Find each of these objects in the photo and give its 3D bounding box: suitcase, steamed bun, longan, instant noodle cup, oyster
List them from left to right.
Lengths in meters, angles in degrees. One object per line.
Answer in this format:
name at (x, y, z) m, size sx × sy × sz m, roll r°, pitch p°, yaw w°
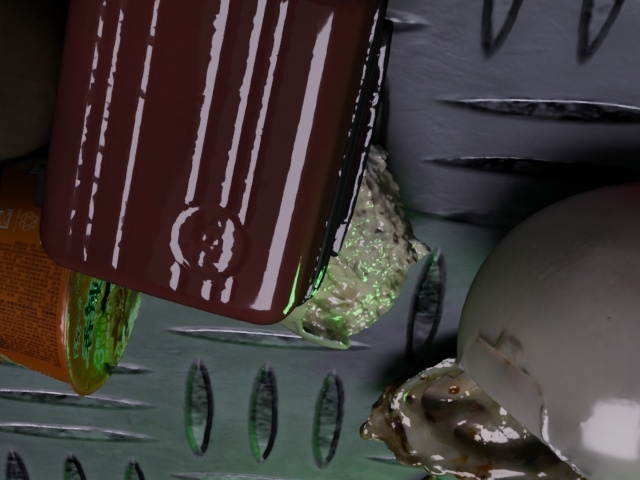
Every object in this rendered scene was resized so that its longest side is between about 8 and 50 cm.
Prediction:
longan at (-0.280, -0.147, 1.037) m, size 0.189 × 0.189 × 0.189 m, roll 3°, pitch 141°, yaw 2°
instant noodle cup at (-0.276, 0.018, 1.216) m, size 0.182 × 0.230 × 0.230 m, roll 9°, pitch 142°, yaw 8°
suitcase at (-0.078, -0.101, 0.986) m, size 0.236 × 0.161 × 0.297 m, roll 17°, pitch 113°, yaw 8°
steamed bun at (0.000, 0.000, 1.196) m, size 0.200 × 0.170 × 0.225 m, roll -23°, pitch 136°, yaw 23°
oyster at (0.225, 0.200, 1.460) m, size 0.361 × 0.096 × 0.221 m, roll -24°, pitch 100°, yaw 25°
steamed bun at (0.294, 0.072, 1.194) m, size 0.309 × 0.309 × 0.309 m, roll 3°, pitch 141°, yaw 2°

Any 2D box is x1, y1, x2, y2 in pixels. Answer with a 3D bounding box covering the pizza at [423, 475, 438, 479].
pizza at (0.144, 0.333, 1.722) m, size 0.037 × 0.016 × 0.083 m, roll 7°, pitch 138°, yaw -2°
